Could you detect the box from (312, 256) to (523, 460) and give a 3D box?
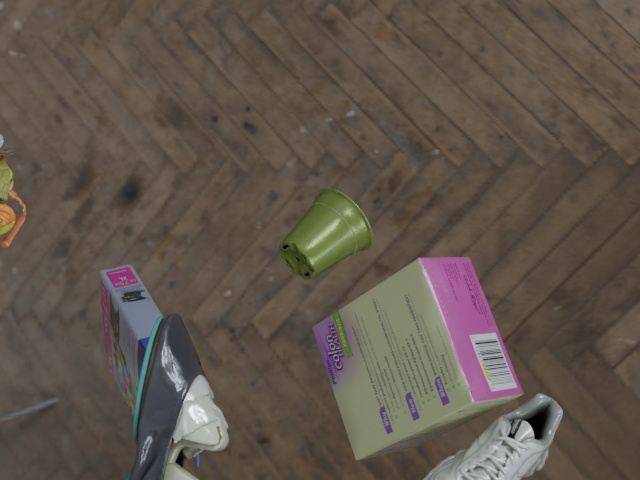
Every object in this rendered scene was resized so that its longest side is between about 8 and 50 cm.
[{"bbox_3d":[0.133,0.171,1.542,0.243,0.117,0.213,-36,65,39],"label":"box"}]

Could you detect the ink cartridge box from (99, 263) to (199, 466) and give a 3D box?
[{"bbox_3d":[-0.261,0.187,1.610,0.311,0.065,0.185,43,139,52],"label":"ink cartridge box"}]

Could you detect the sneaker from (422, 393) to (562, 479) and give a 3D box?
[{"bbox_3d":[0.230,0.303,1.453,0.110,0.292,0.118,41,136,16],"label":"sneaker"}]

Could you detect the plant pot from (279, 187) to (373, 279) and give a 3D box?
[{"bbox_3d":[0.000,0.000,1.153,0.083,0.079,0.083,34,148,24],"label":"plant pot"}]

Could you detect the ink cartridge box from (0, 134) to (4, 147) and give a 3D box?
[{"bbox_3d":[-0.485,-0.090,1.350,0.109,0.063,0.150,13,68,19],"label":"ink cartridge box"}]

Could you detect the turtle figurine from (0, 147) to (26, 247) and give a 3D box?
[{"bbox_3d":[-0.392,-0.089,1.184,0.087,0.269,0.217,-24,98,10],"label":"turtle figurine"}]

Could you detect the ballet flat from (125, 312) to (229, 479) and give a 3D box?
[{"bbox_3d":[-0.102,0.154,0.746,0.074,0.074,0.203,7,78,29],"label":"ballet flat"}]
